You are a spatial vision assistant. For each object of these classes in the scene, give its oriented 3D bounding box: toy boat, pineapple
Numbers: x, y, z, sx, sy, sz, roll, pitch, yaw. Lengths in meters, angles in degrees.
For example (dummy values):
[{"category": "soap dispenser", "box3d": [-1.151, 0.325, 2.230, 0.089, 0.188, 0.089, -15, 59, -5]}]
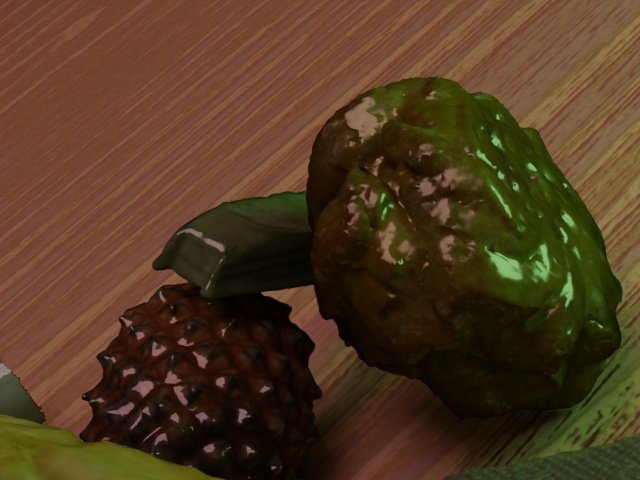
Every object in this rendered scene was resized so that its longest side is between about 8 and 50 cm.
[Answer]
[{"category": "toy boat", "box3d": [0.000, 0.000, 1.317, 0.093, 0.055, 0.293, 30, 20, 34]}, {"category": "pineapple", "box3d": [-0.092, 0.170, 1.172, 0.175, 0.175, 0.361, -20, 27, 18]}]

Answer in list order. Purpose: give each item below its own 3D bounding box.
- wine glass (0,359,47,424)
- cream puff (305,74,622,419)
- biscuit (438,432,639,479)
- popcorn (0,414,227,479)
[{"category": "wine glass", "box3d": [-0.328, 0.181, 1.469, 0.202, 0.093, 0.093, -37, 28, -16]}, {"category": "cream puff", "box3d": [0.094, 0.007, 1.194, 0.196, 0.244, 0.244, -15, 28, 5]}, {"category": "biscuit", "box3d": [0.153, 0.172, 1.075, 0.199, 0.040, 0.121, -16, 27, 25]}, {"category": "popcorn", "box3d": [-0.123, 0.268, 0.854, 0.354, 0.344, 0.390, -2, 33, -26]}]
